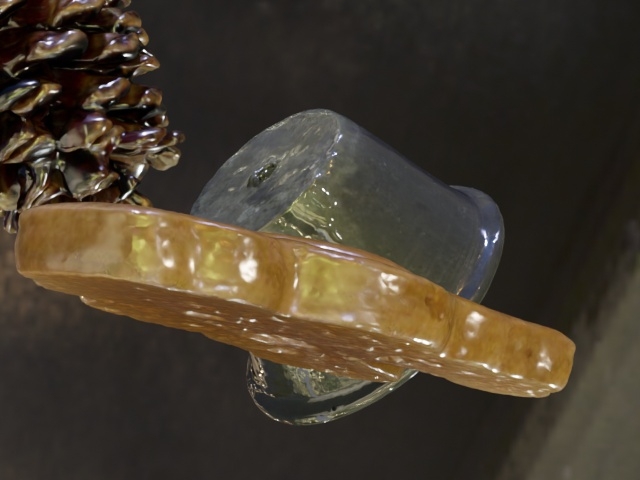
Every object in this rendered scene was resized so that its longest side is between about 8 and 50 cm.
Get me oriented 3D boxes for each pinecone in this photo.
[{"bbox_3d":[-0.228,-0.115,1.510,0.273,0.224,0.224,63,153,1],"label":"pinecone"}]

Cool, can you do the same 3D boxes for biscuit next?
[{"bbox_3d":[-0.013,0.026,0.885,0.186,0.295,0.044,1,78,32],"label":"biscuit"}]

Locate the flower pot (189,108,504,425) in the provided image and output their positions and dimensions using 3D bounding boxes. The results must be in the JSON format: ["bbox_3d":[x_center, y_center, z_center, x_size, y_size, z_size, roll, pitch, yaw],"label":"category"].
[{"bbox_3d":[0.000,0.000,1.438,0.235,0.148,0.235,-32,26,18],"label":"flower pot"}]
